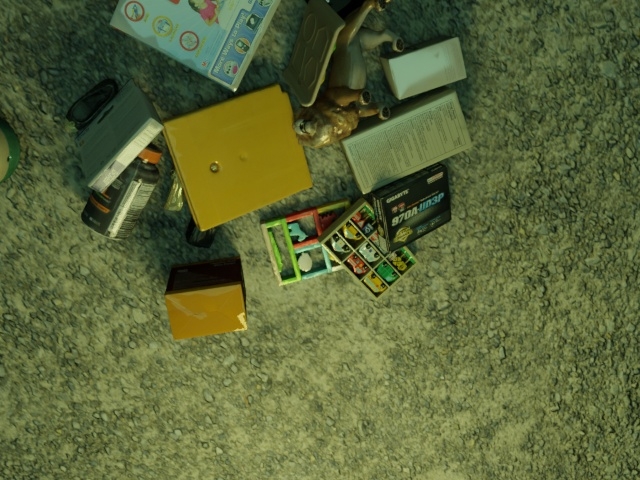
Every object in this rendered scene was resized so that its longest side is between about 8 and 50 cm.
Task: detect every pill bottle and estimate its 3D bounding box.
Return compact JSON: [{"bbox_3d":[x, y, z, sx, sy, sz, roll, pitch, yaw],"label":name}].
[{"bbox_3d":[-0.484,-0.134,1.589,0.130,0.130,0.246,27,104,-16],"label":"pill bottle"}]

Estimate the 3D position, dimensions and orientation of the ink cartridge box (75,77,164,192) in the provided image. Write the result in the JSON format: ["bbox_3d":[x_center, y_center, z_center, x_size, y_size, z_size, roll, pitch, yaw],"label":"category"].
[{"bbox_3d":[-0.479,-0.251,1.515,0.223,0.224,0.045,-44,135,10],"label":"ink cartridge box"}]

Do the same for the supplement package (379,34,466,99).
[{"bbox_3d":[0.253,-0.432,1.594,0.179,0.105,0.105,-19,112,-1],"label":"supplement package"}]

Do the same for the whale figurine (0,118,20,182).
[{"bbox_3d":[-0.839,-0.229,1.522,0.271,0.141,0.217,15,109,13],"label":"whale figurine"}]

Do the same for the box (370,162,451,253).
[{"bbox_3d":[0.244,-0.088,1.695,0.220,0.051,0.175,-26,126,-21],"label":"box"}]

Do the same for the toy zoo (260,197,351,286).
[{"bbox_3d":[0.000,0.000,1.759,0.293,0.030,0.193,-16,112,-2],"label":"toy zoo"}]

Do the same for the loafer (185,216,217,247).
[{"bbox_3d":[-0.278,-0.083,1.672,0.078,0.076,0.223,18,103,-34],"label":"loafer"}]

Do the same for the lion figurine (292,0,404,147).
[{"bbox_3d":[0.066,-0.409,1.548,0.142,0.240,0.393,21,84,-40],"label":"lion figurine"}]

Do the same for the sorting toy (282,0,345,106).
[{"bbox_3d":[-0.015,-0.440,1.492,0.038,0.193,0.208,8,124,-30],"label":"sorting toy"}]

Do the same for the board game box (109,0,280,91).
[{"bbox_3d":[-0.252,-0.536,1.397,0.301,0.086,0.308,26,106,-16],"label":"board game box"}]

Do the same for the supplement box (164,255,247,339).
[{"bbox_3d":[-0.294,0.146,1.684,0.191,0.194,0.129,-8,111,-5],"label":"supplement box"}]

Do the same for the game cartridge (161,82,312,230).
[{"bbox_3d":[-0.200,-0.211,1.597,0.323,0.052,0.286,-24,113,-21],"label":"game cartridge"}]

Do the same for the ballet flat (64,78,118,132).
[{"bbox_3d":[-0.560,-0.327,1.549,0.173,0.049,0.057,-43,109,9],"label":"ballet flat"}]

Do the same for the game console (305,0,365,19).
[{"bbox_3d":[-0.002,-0.701,1.492,0.213,0.044,0.361,-36,112,6],"label":"game console"}]

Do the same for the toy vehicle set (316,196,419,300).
[{"bbox_3d":[0.133,0.027,1.753,0.166,0.035,0.267,-44,120,2],"label":"toy vehicle set"}]

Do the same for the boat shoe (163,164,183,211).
[{"bbox_3d":[-0.373,-0.148,1.641,0.048,0.056,0.153,3,117,-14],"label":"boat shoe"}]

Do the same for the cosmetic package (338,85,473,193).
[{"bbox_3d":[0.213,-0.260,1.649,0.309,0.113,0.160,-23,112,0],"label":"cosmetic package"}]
